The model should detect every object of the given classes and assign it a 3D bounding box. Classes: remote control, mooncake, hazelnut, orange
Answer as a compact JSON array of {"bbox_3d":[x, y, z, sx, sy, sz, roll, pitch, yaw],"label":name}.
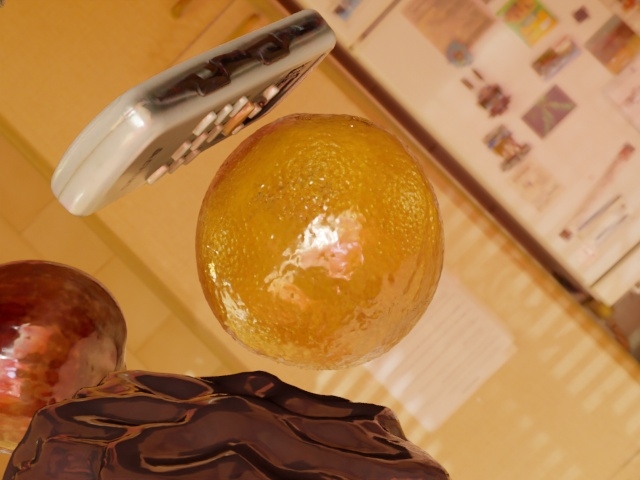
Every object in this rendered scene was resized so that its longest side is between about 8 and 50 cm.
[{"bbox_3d":[-0.097,-0.113,0.807,0.140,0.056,0.296,-41,180,39],"label":"remote control"},{"bbox_3d":[-0.051,0.165,0.582,0.283,0.283,0.141,-35,131,-82],"label":"mooncake"},{"bbox_3d":[-0.334,0.144,1.125,0.218,0.218,0.234,-42,152,-67],"label":"hazelnut"},{"bbox_3d":[0.000,0.000,1.006,0.274,0.274,0.274,-45,179,-1],"label":"orange"}]

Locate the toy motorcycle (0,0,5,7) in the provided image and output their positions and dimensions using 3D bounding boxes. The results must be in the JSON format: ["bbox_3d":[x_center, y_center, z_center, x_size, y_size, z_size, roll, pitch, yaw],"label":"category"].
[{"bbox_3d":[-0.353,-0.190,0.797,0.142,0.206,0.342,-15,140,-45],"label":"toy motorcycle"}]
